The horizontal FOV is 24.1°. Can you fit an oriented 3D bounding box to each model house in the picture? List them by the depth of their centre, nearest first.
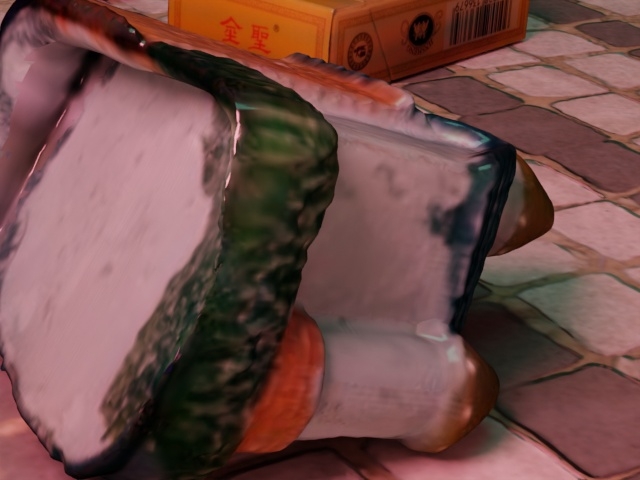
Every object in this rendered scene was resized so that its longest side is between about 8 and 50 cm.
[{"bbox_3d":[0.000,0.000,0.720,0.291,0.184,0.253,5,13,-32],"label":"model house"}]

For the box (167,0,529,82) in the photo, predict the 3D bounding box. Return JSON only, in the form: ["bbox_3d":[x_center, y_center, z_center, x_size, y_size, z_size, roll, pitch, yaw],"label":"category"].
[{"bbox_3d":[0.029,-0.197,1.248,0.174,0.076,0.274,20,28,36],"label":"box"}]
